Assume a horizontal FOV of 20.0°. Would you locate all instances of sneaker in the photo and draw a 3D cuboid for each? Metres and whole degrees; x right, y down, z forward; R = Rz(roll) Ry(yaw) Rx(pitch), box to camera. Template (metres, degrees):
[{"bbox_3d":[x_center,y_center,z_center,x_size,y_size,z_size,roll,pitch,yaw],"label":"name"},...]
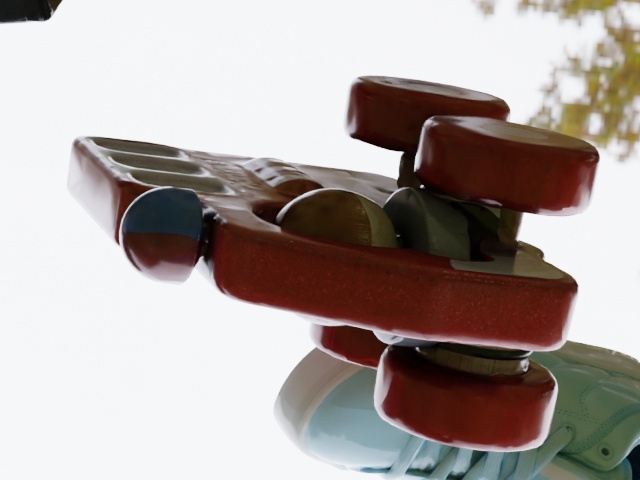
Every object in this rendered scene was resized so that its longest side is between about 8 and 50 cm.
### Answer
[{"bbox_3d":[0.145,0.140,1.280,0.366,0.135,0.150,6,-153,-34],"label":"sneaker"}]

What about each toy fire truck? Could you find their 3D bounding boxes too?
[{"bbox_3d":[0.000,0.000,1.017,0.254,0.169,0.302,5,-167,-19],"label":"toy fire truck"}]

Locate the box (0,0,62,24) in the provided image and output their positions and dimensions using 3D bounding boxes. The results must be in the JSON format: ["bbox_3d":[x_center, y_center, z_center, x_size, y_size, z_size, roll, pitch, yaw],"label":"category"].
[{"bbox_3d":[-0.234,-0.232,1.190,0.184,0.103,0.261,-5,-150,15],"label":"box"}]
